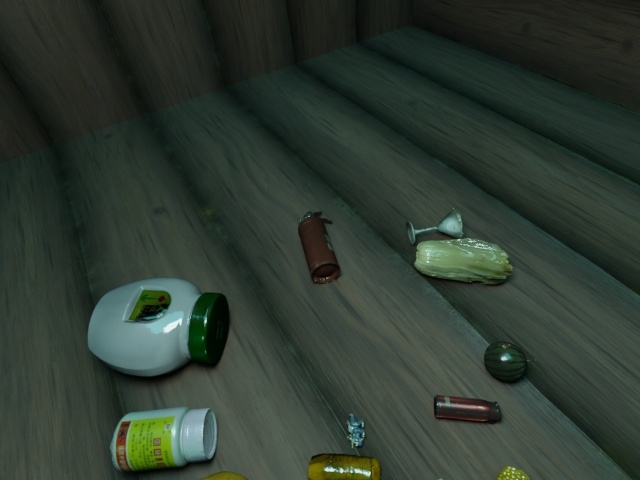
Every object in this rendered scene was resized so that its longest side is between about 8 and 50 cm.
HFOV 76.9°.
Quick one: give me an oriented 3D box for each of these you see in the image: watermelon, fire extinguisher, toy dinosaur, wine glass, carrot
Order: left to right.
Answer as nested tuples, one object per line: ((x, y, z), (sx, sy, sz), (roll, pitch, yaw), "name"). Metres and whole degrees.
((0.000, 0.000, 1.483), (0.147, 0.106, 0.337), (6, 42, -23), "fire extinguisher")
((0.057, 0.553, 0.960), (0.173, 0.082, 0.082), (-4, 46, 8), "carrot")
((0.090, 0.492, 1.047), (0.047, 0.030, 0.083), (-1, 46, 3), "toy dinosaur")
((0.411, -0.042, 1.464), (0.183, 0.122, 0.122), (-12, 46, 2), "wine glass")
((0.516, 0.328, 1.095), (0.133, 0.105, 0.105), (-7, 43, 28), "watermelon")

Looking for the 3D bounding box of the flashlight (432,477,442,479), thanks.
((0.249, 0.581, 0.952), (0.083, 0.018, 0.018), (-10, 47, -4), "flashlight")

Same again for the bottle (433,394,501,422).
((0.381, 0.440, 1.047), (0.164, 0.060, 0.060), (2, 47, 8), "bottle")

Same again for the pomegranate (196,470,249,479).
((-0.224, 0.613, 0.823), (0.264, 0.264, 0.264), (-3, 46, 4), "pomegranate")

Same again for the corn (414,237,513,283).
((0.469, 0.069, 1.338), (0.305, 0.122, 0.123), (4, 48, 8), "corn")

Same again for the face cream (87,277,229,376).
((-0.475, 0.252, 1.210), (0.357, 0.219, 0.312), (3, 45, 5), "face cream")

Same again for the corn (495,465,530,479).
((0.386, 0.615, 0.855), (0.091, 0.091, 0.260), (21, 49, 27), "corn")

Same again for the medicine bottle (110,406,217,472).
((-0.389, 0.500, 1.021), (0.225, 0.139, 0.139), (-6, 46, 1), "medicine bottle")
